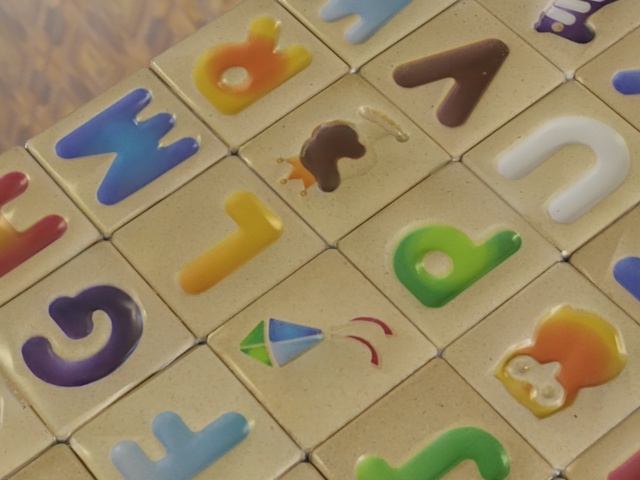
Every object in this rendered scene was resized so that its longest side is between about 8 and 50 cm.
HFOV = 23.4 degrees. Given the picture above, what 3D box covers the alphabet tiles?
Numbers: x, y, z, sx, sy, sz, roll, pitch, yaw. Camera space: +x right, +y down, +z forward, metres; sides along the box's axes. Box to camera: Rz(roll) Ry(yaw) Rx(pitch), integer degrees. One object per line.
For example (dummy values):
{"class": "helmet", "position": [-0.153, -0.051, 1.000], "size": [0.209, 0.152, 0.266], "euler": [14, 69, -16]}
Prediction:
{"class": "alphabet tiles", "position": [0.021, 0.022, 0.527], "size": [0.285, 0.342, 0.011], "euler": [45, 161, 28]}
